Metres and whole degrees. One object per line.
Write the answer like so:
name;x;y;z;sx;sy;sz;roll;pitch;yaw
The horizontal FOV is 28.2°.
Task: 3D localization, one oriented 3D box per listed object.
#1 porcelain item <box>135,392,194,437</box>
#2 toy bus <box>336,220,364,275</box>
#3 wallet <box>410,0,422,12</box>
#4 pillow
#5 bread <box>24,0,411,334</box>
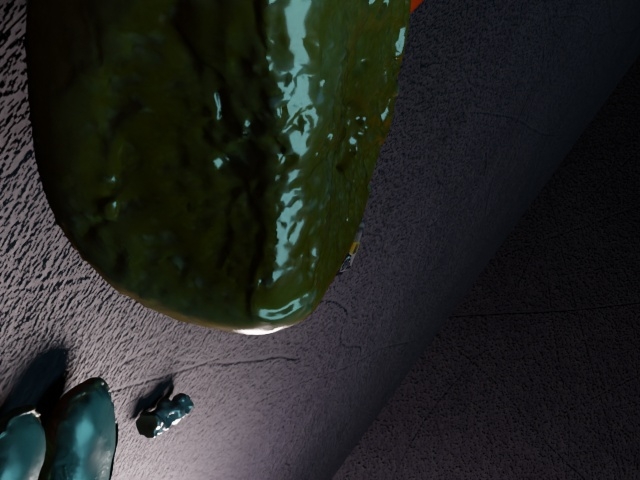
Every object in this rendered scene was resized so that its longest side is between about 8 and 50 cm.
porcelain item;-0.154;0.172;1.268;0.036;0.028;0.083;-43;173;19
toy bus;0.000;0.000;1.354;0.072;0.057;0.172;-68;166;7
wallet;0.110;-0.275;1.115;0.204;0.045;0.142;-47;164;-37
pillow;-0.224;0.208;0.971;0.214;0.086;0.233;-66;167;11
bread;-0.055;-0.099;0.659;0.195;0.176;0.246;-57;158;-54
